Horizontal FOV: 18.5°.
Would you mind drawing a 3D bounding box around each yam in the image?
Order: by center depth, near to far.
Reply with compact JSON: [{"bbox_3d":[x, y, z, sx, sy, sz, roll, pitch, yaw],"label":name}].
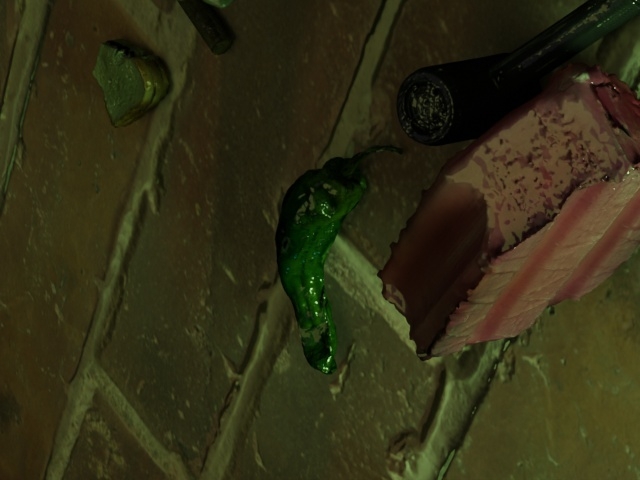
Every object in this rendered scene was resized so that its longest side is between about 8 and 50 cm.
[{"bbox_3d":[-0.134,-0.248,2.027,0.129,0.027,0.033,54,180,19],"label":"yam"}]

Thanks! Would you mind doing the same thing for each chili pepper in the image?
[{"bbox_3d":[0.000,0.000,1.937,0.122,0.065,0.279,35,133,28],"label":"chili pepper"}]

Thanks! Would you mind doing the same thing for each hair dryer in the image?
[{"bbox_3d":[0.180,-0.158,1.594,0.255,0.128,0.070,-35,76,42],"label":"hair dryer"}]

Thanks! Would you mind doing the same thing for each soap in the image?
[{"bbox_3d":[0.179,-0.026,1.593,0.112,0.182,0.289,59,148,19],"label":"soap"}]

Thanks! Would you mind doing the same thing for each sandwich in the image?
[{"bbox_3d":[-0.208,-0.181,2.147,0.105,0.035,0.093,-24,85,53],"label":"sandwich"}]

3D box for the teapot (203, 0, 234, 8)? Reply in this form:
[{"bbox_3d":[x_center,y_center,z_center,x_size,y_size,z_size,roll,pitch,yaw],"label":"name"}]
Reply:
[{"bbox_3d":[-0.125,-0.365,1.799,0.321,0.239,0.239,50,152,19],"label":"teapot"}]
